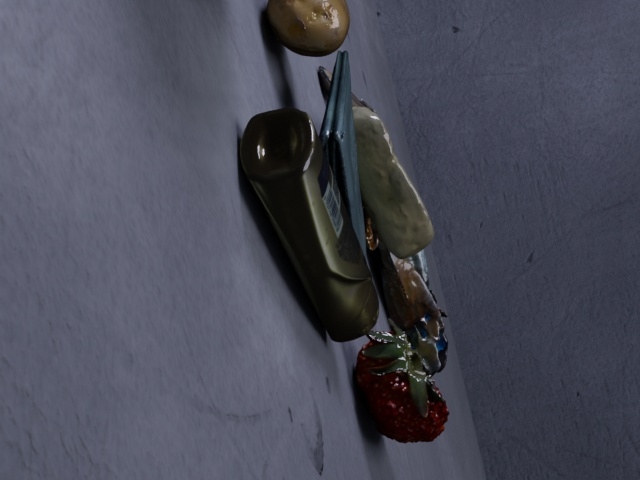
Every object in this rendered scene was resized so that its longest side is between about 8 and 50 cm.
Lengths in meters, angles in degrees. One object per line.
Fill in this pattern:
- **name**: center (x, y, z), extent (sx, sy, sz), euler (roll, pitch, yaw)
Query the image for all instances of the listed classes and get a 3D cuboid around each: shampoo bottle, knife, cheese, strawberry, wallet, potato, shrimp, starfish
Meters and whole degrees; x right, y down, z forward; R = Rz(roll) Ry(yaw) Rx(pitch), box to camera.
- **shampoo bottle**: center (0.000, 0.000, 1.217), extent (0.350, 0.084, 0.125), euler (65, 18, -51)
- **knife**: center (0.048, -0.267, 1.979), extent (0.089, 0.043, 0.365), euler (45, 8, 11)
- **cheese**: center (0.098, -0.091, 1.675), extent (0.262, 0.093, 0.159), euler (62, 5, -13)
- **strawberry**: center (0.105, 0.220, 1.513), extent (0.228, 0.098, 0.174), euler (84, -19, -68)
- **wallet**: center (0.028, -0.086, 1.463), extent (0.251, 0.054, 0.290), euler (-88, 172, -55)
- **potato**: center (-0.017, -0.310, 1.449), extent (0.178, 0.109, 0.118), euler (-70, 138, -76)
- **shrimp**: center (0.154, 0.045, 1.980), extent (0.221, 0.110, 0.445), euler (-21, 96, -79)
- **starfish**: center (0.060, -0.068, 1.776), extent (0.227, 0.043, 0.240), euler (-91, 159, -58)
